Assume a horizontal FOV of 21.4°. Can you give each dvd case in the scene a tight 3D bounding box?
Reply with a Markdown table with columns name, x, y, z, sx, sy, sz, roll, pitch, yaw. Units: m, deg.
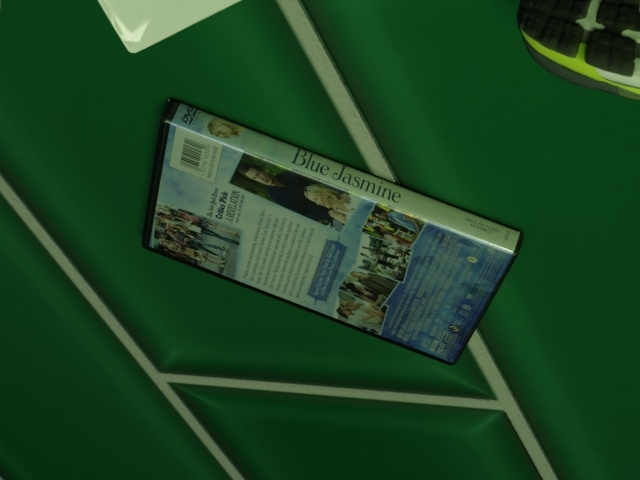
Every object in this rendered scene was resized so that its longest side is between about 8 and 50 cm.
| name | x | y | z | sx | sy | sz | roll | pitch | yaw |
| --- | --- | --- | --- | --- | --- | --- | --- | --- | --- |
| dvd case | 0.000 | 0.000 | 1.190 | 0.253 | 0.022 | 0.180 | 21 | 150 | 1 |

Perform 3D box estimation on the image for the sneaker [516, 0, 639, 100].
| name | x | y | z | sx | sy | sz | roll | pitch | yaw |
| --- | --- | --- | --- | --- | --- | --- | --- | --- | --- |
| sneaker | 0.243 | -0.076 | 0.849 | 0.300 | 0.111 | 0.121 | 15 | 152 | 14 |

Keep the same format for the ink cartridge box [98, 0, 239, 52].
| name | x | y | z | sx | sy | sz | roll | pitch | yaw |
| --- | --- | --- | --- | --- | --- | --- | --- | --- | --- |
| ink cartridge box | -0.059 | -0.180 | 0.680 | 0.128 | 0.176 | 0.127 | -27 | 118 | 0 |
